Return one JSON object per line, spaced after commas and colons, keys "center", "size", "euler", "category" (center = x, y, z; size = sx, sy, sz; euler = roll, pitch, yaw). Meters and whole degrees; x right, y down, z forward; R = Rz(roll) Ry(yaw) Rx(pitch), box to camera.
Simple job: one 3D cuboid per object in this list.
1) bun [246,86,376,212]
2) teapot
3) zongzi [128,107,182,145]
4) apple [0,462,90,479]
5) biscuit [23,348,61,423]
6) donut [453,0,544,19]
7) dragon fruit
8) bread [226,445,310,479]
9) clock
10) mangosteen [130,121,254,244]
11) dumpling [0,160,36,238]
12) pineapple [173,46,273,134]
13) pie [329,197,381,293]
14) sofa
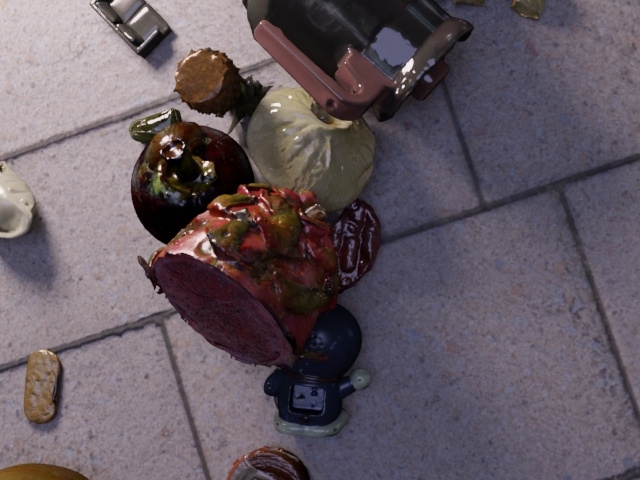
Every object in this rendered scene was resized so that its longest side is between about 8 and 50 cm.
{"center": [-0.005, -0.168, 1.709], "size": [0.243, 0.153, 0.244], "euler": [12, 61, -24], "category": "bun"}
{"center": [0.054, -0.374, 1.668], "size": [0.361, 0.376, 0.305], "euler": [41, 137, 2], "category": "teapot"}
{"center": [-0.307, -0.185, 1.855], "size": [0.109, 0.055, 0.119], "euler": [-15, 96, 10], "category": "zongzi"}
{"center": [-0.513, 0.526, 1.745], "size": [0.233, 0.257, 0.257], "euler": [-22, 84, 2], "category": "apple"}
{"center": [-0.542, 0.285, 1.880], "size": [0.071, 0.018, 0.147], "euler": [5, 89, 11], "category": "biscuit"}
{"center": [0.332, -0.473, 1.762], "size": [0.165, 0.065, 0.108], "euler": [11, 88, 9], "category": "donut"}
{"center": [-0.095, 0.039, 1.630], "size": [0.314, 0.296, 0.263], "euler": [46, 57, -17], "category": "dragon fruit"}
{"center": [-0.096, 0.456, 1.774], "size": [0.160, 0.073, 0.161], "euler": [0, 90, 9], "category": "bread"}
{"center": [-0.006, 0.226, 1.742], "size": [0.199, 0.146, 0.243], "euler": [7, 95, 11], "category": "clock"}
{"center": [-0.237, -0.102, 1.717], "size": [0.231, 0.289, 0.231], "euler": [-1, 84, 6], "category": "mangosteen"}
{"center": [-0.622, -0.058, 1.873], "size": [0.169, 0.100, 0.134], "euler": [48, 109, 10], "category": "dumpling"}
{"center": [-0.170, -0.258, 1.719], "size": [0.119, 0.277, 0.130], "euler": [40, 98, 13], "category": "pineapple"}
{"center": [0.000, 0.000, 1.796], "size": [0.218, 0.054, 0.204], "euler": [25, 91, 7], "category": "pie"}
{"center": [-0.370, -0.436, 1.871], "size": [0.085, 0.060, 0.147], "euler": [-44, 81, 4], "category": "sofa"}
